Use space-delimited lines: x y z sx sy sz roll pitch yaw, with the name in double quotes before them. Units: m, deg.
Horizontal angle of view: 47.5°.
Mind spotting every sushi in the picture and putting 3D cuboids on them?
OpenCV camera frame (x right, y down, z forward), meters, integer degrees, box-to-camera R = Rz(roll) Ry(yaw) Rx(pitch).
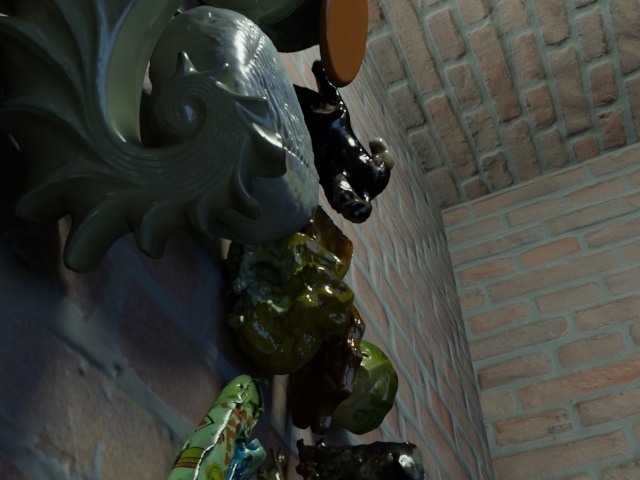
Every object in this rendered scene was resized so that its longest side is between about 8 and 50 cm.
"sushi" 0.077 0.457 1.022 0.234 0.207 0.348 65 18 -61

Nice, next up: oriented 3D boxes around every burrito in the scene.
"burrito" -0.113 0.256 0.878 0.288 0.054 0.104 -61 130 -69

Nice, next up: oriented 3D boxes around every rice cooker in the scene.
"rice cooker" -0.096 -0.530 1.448 0.277 0.288 0.288 6 66 -69

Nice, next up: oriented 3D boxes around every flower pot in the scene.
"flower pot" -0.197 -0.165 0.717 0.164 0.254 0.367 131 -61 -86

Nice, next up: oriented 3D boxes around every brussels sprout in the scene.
"brussels sprout" 0.063 0.257 1.306 0.161 0.144 0.180 -63 157 -19

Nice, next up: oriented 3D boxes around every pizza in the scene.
"pizza" 0.000 0.000 1.526 0.201 0.053 0.193 -30 102 -62

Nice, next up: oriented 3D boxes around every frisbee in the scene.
"frisbee" 0.050 -0.432 1.458 0.251 0.021 0.250 8 90 -68

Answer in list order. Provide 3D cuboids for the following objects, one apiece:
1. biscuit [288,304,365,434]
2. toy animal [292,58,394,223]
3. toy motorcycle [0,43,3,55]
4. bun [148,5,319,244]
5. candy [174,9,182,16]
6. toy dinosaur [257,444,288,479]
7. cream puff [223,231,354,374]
"biscuit" 0.002 0.203 1.126 0.034 0.182 0.215 29 38 -19
"toy animal" 0.012 -0.198 1.518 0.344 0.194 0.302 48 22 -12
"toy motorcycle" -0.324 -0.145 0.596 0.084 0.118 0.212 14 43 -47
"bun" -0.133 -0.154 1.032 0.354 0.194 0.354 -20 90 -77
"candy" -0.215 -0.364 1.242 0.323 0.097 0.097 35 38 -52
"toy dinosaur" -0.055 0.362 0.977 0.126 0.039 0.162 14 59 -72
"cream puff" -0.039 0.090 1.100 0.195 0.195 0.221 48 31 -53
